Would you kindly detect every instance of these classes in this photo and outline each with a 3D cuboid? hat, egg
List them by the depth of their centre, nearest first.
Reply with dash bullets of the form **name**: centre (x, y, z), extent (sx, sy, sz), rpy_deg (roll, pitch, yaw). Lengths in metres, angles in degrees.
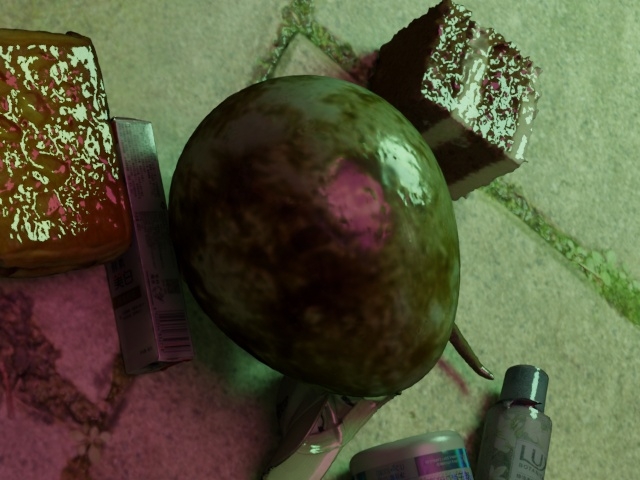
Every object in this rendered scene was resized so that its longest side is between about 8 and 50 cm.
- **egg**: centre (0.000, 0.000, 1.693), extent (0.238, 0.238, 0.289), rpy_deg (-27, 90, -41)
- **hat**: centre (-0.003, 0.158, 1.783), extent (0.081, 0.122, 0.166), rpy_deg (25, 64, 23)

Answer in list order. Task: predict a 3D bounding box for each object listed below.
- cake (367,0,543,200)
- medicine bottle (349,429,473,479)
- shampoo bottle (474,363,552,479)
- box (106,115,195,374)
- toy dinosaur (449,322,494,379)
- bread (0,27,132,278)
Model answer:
- **cake**: centre (0.131, -0.134, 1.952), extent (0.147, 0.134, 0.135), rpy_deg (30, 58, -18)
- **medicine bottle**: centre (0.097, 0.273, 1.780), extent (0.107, 0.107, 0.191), rpy_deg (-5, 76, -39)
- **shampoo bottle**: centre (0.180, 0.220, 1.892), extent (0.072, 0.072, 0.214), rpy_deg (30, 56, -26)
- **box**: centre (-0.157, 0.004, 1.721), extent (0.040, 0.055, 0.218), rpy_deg (-1, 73, -40)
- **toy dinosaur**: centre (0.055, 0.026, 1.885), extent (0.251, 0.072, 0.199), rpy_deg (11, 74, -45)
- **bread**: centre (-0.273, -0.069, 1.635), extent (0.235, 0.099, 0.210), rpy_deg (-6, 78, -43)
